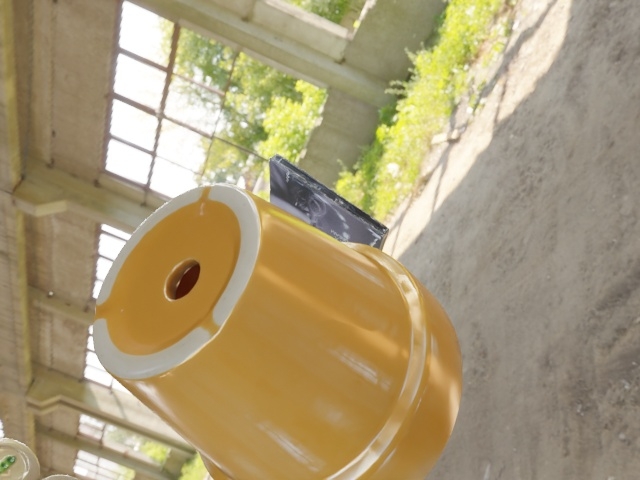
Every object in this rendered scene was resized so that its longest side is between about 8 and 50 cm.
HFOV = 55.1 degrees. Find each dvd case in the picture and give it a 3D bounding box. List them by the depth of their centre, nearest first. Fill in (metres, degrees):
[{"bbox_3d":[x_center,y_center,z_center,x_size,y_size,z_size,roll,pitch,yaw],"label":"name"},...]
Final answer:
[{"bbox_3d":[0.000,0.000,0.789,0.018,0.164,0.221,-49,-16,-25],"label":"dvd case"}]

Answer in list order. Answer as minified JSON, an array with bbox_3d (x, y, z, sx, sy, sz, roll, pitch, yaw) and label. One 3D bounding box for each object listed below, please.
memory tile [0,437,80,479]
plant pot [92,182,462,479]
[{"bbox_3d":[-0.171,0.131,0.256,0.012,0.113,0.148,-54,0,19],"label":"memory tile"},{"bbox_3d":[-0.037,0.067,0.410,0.205,0.188,0.205,-21,49,25],"label":"plant pot"}]
